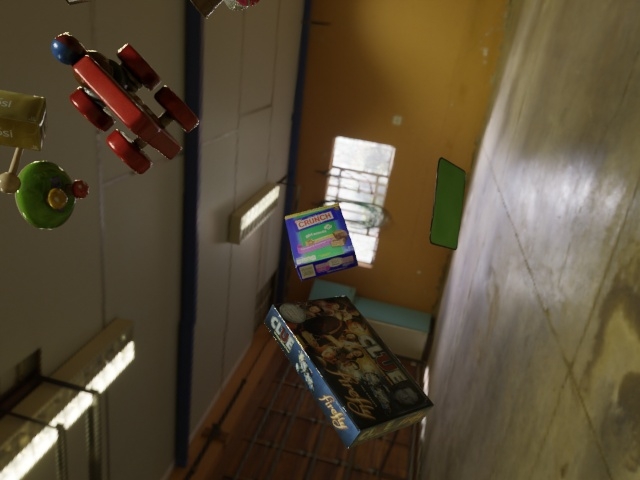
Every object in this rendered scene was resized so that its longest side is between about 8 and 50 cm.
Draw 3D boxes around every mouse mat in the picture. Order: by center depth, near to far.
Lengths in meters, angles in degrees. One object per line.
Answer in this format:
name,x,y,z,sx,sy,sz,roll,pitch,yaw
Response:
mouse mat,0.284,-0.077,1.208,0.153,0.007,0.189,12,-95,-53

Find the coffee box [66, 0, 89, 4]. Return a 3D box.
coffee box,-0.290,-0.452,0.840,0.141,0.246,0.098,-56,-40,-37

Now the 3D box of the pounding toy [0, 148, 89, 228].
pounding toy,-0.697,-0.137,1.418,0.237,0.110,0.183,63,-149,-52

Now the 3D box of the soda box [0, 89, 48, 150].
soda box,-0.503,-0.186,0.798,0.061,0.181,0.058,119,151,-49

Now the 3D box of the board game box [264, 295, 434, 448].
board game box,0.041,0.189,0.847,0.165,0.243,0.042,-2,-50,-42

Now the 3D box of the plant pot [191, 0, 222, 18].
plant pot,-0.359,-0.847,1.778,0.167,0.165,0.167,54,-169,-16

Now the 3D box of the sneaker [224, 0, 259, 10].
sneaker,-0.163,-0.663,1.339,0.103,0.111,0.252,46,-114,-28

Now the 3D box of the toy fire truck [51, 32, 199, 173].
toy fire truck,-0.390,-0.283,1.046,0.169,0.302,0.254,-43,-8,-3

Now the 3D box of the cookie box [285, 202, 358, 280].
cookie box,0.000,0.000,0.834,0.040,0.092,0.107,76,179,-47
